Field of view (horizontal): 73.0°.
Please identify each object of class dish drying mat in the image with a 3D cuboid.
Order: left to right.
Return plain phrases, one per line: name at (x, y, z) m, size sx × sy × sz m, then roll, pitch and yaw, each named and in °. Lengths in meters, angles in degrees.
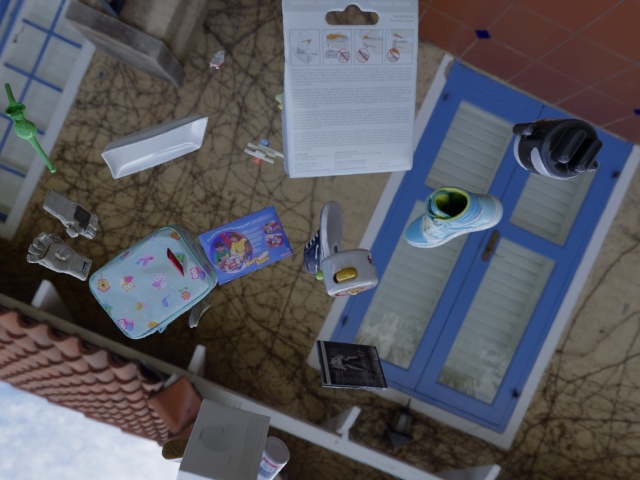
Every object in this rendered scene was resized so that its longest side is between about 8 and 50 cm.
dish drying mat at (-0.341, 0.052, 1.016) m, size 0.083 × 0.008 × 0.032 m, roll 77°, pitch 171°, yaw -54°

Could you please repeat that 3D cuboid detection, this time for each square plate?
square plate at (-0.574, -0.331, 1.509) m, size 0.049 × 0.348 × 0.344 m, roll 65°, pitch 160°, yaw -4°

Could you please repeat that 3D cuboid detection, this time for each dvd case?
dvd case at (0.100, 0.406, 1.411) m, size 0.222 × 0.018 × 0.164 m, roll 11°, pitch -142°, yaw -20°

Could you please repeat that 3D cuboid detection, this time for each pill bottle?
pill bottle at (-0.197, 0.774, 1.485) m, size 0.108 × 0.180 × 0.108 m, roll 33°, pitch -163°, yaw -11°

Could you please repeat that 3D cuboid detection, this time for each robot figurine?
robot figurine at (0.695, -0.277, 1.280) m, size 0.278 × 0.174 × 0.208 m, roll -95°, pitch -19°, yaw -74°

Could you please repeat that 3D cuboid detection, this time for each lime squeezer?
lime squeezer at (-0.891, -0.361, 1.306) m, size 0.310 × 0.059 × 0.110 m, roll 61°, pitch -179°, yaw -1°

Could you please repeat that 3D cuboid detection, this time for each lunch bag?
lunch bag at (-0.421, 0.109, 1.112) m, size 0.224 × 0.279 × 0.108 m, roll 56°, pitch -178°, yaw -11°

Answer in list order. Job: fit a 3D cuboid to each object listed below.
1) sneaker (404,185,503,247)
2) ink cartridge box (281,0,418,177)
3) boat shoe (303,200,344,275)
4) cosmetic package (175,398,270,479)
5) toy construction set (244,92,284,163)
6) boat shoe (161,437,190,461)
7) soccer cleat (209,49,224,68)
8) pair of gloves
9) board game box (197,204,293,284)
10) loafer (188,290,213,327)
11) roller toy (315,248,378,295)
sneaker at (0.332, -0.071, 1.255) m, size 0.208 × 0.126 × 0.319 m, roll 11°, pitch 154°, yaw -40°
ink cartridge box at (0.063, -0.347, 1.005) m, size 0.309 × 0.384 × 0.091 m, roll -5°, pitch -162°, yaw -11°
boat shoe at (0.000, 0.000, 1.755) m, size 0.158 × 0.339 × 0.127 m, roll 12°, pitch -159°, yaw 35°
cosmetic package at (-0.296, 0.647, 1.334) m, size 0.225 × 0.138 × 0.224 m, roll 18°, pitch -140°, yaw -5°
toy construction set at (-0.103, -0.378, 1.454) m, size 0.215 × 0.327 × 0.151 m, roll 14°, pitch -152°, yaw -48°
boat shoe at (-0.473, 0.826, 1.701) m, size 0.278 × 0.096 × 0.098 m, roll 0°, pitch -133°, yaw -2°
soccer cleat at (-0.271, -0.478, 1.139) m, size 0.029 × 0.035 × 0.083 m, roll 18°, pitch -147°, yaw -5°
pair of gloves at (-0.772, -0.016, 1.312) m, size 0.042 × 0.239 × 0.204 m, roll -6°, pitch 159°, yaw 15°
board game box at (-0.323, 0.015, 1.896) m, size 0.078 × 0.348 × 0.233 m, roll -143°, pitch 31°, yaw -80°
loafer at (-0.396, 0.221, 1.443) m, size 0.050 × 0.147 × 0.056 m, roll 24°, pitch 153°, yaw -22°
roller toy at (0.105, 0.122, 1.545) m, size 0.191 × 0.146 × 0.209 m, roll -5°, pitch 162°, yaw -30°
